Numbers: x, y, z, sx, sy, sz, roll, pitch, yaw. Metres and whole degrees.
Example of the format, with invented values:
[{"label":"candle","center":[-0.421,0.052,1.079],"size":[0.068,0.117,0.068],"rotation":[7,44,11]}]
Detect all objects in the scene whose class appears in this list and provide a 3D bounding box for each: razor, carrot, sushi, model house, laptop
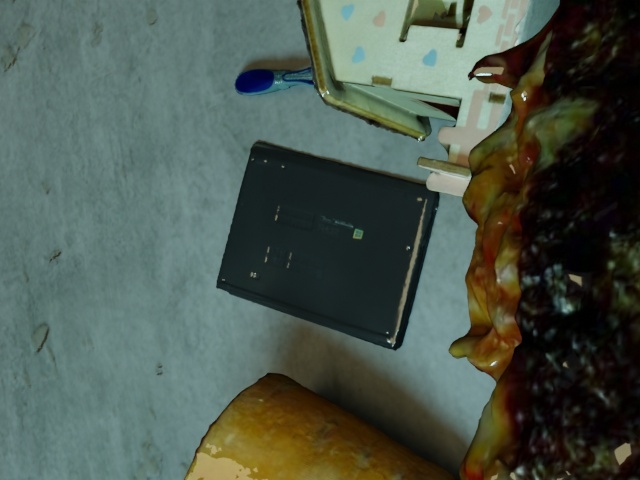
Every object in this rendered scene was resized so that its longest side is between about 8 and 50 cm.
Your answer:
[{"label":"razor","center":[-0.016,-0.135,1.027],"size":[0.154,0.028,0.044],"rotation":[2,88,35]},{"label":"carrot","center":[0.024,0.204,0.919],"size":[0.225,0.159,0.159],"rotation":[18,97,21]},{"label":"sushi","center":[0.169,0.035,0.539],"size":[0.182,0.196,0.343],"rotation":[-14,60,52]},{"label":"model house","center":[0.101,-0.189,0.880],"size":[0.244,0.169,0.326],"rotation":[15,93,42]},{"label":"laptop","center":[0.000,0.000,1.012],"size":[0.197,0.016,0.135],"rotation":[16,94,35]}]
